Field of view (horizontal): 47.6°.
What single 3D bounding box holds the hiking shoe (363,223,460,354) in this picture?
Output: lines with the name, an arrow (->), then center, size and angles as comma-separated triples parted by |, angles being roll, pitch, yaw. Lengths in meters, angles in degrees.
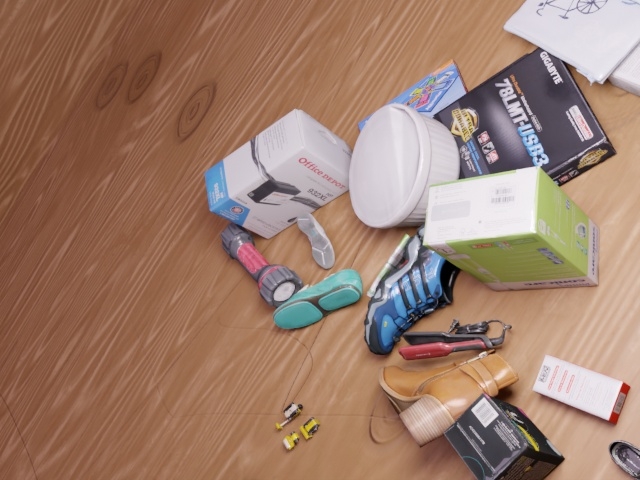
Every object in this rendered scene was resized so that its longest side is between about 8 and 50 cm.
hiking shoe -> 0.197, 0.112, 1.484 | 0.132, 0.113, 0.304 | 32, 96, 38

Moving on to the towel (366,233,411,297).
towel -> 0.159, 0.062, 1.547 | 0.023, 0.113, 0.152 | 34, 93, 20

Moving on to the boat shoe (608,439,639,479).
boat shoe -> 0.512, 0.361, 1.135 | 0.133, 0.042, 0.048 | 34, 92, 44

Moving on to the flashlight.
flashlight -> -0.159, 0.054, 1.831 | 0.103, 0.103, 0.304 | -54, 46, 9

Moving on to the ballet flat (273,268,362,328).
ballet flat -> -0.001, 0.132, 1.684 | 0.247, 0.083, 0.087 | -26, 31, 30

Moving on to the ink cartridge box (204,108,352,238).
ink cartridge box -> -0.096, -0.155, 1.791 | 0.308, 0.223, 0.129 | -30, 53, 27

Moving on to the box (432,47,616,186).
box -> 0.405, -0.220, 1.493 | 0.293, 0.073, 0.295 | -33, 52, 27

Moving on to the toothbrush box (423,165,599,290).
toothbrush box -> 0.345, -0.008, 1.289 | 0.206, 0.283, 0.122 | -8, 64, 39

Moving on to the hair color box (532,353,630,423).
hair color box -> 0.445, 0.253, 1.244 | 0.141, 0.043, 0.071 | 18, 82, 44

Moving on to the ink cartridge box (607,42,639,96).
ink cartridge box -> 0.647, -0.429, 1.383 | 0.296, 0.066, 0.261 | -52, 42, 8

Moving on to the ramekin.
ramekin -> 0.184, -0.151, 1.562 | 0.273, 0.127, 0.272 | -22, 64, 58

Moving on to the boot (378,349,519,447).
boot -> 0.234, 0.262, 1.376 | 0.220, 0.109, 0.283 | -32, 8, -3

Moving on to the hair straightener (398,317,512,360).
hair straightener -> 0.264, 0.179, 1.418 | 0.231, 0.047, 0.089 | -16, 36, 33

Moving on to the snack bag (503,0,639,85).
snack bag -> 0.556, -0.501, 1.432 | 0.342, 0.037, 0.323 | -48, 43, 11

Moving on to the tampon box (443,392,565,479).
tampon box -> 0.313, 0.348, 1.231 | 0.101, 0.161, 0.120 | -49, 48, 12

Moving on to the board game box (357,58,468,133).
board game box -> 0.220, -0.296, 1.722 | 0.281, 0.027, 0.145 | -31, 53, 27

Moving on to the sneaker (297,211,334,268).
sneaker -> 0.000, 0.000, 1.757 | 0.054, 0.061, 0.152 | -31, 71, 17

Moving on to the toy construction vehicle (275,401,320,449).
toy construction vehicle -> -0.050, 0.411, 1.615 | 0.098, 0.035, 0.086 | -49, 57, 15
